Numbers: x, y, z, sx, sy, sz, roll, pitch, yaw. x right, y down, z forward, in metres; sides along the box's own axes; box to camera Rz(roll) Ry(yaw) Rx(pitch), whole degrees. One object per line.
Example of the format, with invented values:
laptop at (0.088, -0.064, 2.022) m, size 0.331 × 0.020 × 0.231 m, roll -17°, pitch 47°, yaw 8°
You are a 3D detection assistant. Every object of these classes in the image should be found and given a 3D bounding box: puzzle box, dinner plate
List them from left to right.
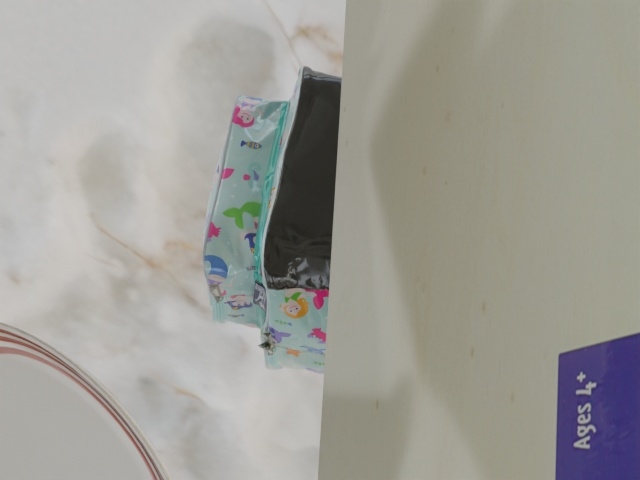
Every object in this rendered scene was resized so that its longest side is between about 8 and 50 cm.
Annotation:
dinner plate at (-0.096, 0.086, 0.669) m, size 0.141 × 0.141 × 0.017 m, roll 36°, pitch 46°, yaw 16°
puzzle box at (0.090, -0.012, 0.396) m, size 0.052 × 0.272 × 0.408 m, roll 13°, pitch 72°, yaw -29°

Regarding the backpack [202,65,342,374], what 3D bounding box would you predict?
backpack at (0.000, 0.000, 1.571) m, size 0.191 × 0.253 × 0.225 m, roll 4°, pitch 62°, yaw 12°
